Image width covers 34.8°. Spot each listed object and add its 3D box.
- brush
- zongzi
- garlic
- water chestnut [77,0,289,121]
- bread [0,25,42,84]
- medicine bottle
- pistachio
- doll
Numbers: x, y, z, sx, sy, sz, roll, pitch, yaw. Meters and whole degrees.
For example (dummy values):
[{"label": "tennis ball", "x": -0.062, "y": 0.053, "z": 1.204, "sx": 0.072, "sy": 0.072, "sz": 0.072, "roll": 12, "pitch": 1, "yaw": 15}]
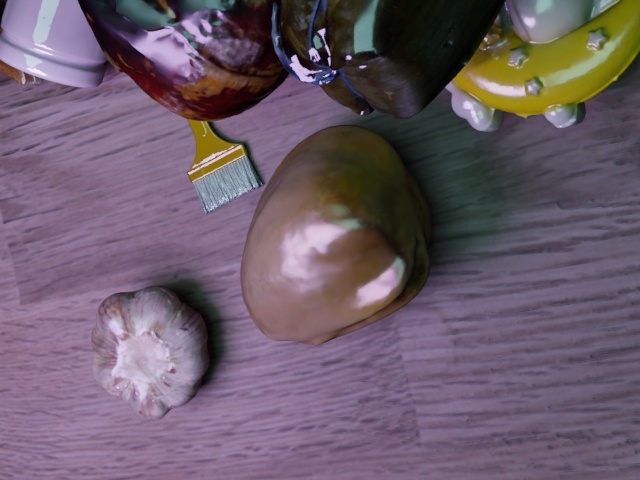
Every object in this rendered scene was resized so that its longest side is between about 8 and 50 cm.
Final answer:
[{"label": "brush", "x": -0.144, "y": -0.140, "z": 1.216, "sx": 0.083, "sy": 0.011, "sz": 0.205, "roll": -25, "pitch": 88, "yaw": 22}, {"label": "zongzi", "x": 0.031, "y": -0.348, "z": 0.979, "sx": 0.432, "sy": 0.208, "sz": 0.403, "roll": 33, "pitch": 90, "yaw": 37}, {"label": "garlic", "x": -0.205, "y": 0.129, "z": 1.229, "sx": 0.147, "sy": 0.102, "sz": 0.159, "roll": -25, "pitch": 100, "yaw": 8}, {"label": "water chestnut", "x": -0.121, "y": -0.270, "z": 1.070, "sx": 0.289, "sy": 0.244, "sz": 0.289, "roll": 1, "pitch": 94, "yaw": 18}, {"label": "bread", "x": -0.387, "y": -0.244, "z": 1.272, "sx": 0.109, "sy": 0.043, "sz": 0.062, "roll": 33, "pitch": 109, "yaw": 15}, {"label": "medicine bottle", "x": -0.281, "y": -0.313, "z": 1.177, "sx": 0.133, "sy": 0.133, "sz": 0.249, "roll": 25, "pitch": 106, "yaw": 15}, {"label": "pistachio", "x": 0.000, "y": 0.000, "z": 1.111, "sx": 0.260, "sy": 0.163, "sz": 0.212, "roll": -31, "pitch": 65, "yaw": 34}, {"label": "doll", "x": 0.218, "y": -0.233, "z": 1.018, "sx": 0.237, "sy": 0.111, "sz": 0.252, "roll": -12, "pitch": 83, "yaw": 36}]
